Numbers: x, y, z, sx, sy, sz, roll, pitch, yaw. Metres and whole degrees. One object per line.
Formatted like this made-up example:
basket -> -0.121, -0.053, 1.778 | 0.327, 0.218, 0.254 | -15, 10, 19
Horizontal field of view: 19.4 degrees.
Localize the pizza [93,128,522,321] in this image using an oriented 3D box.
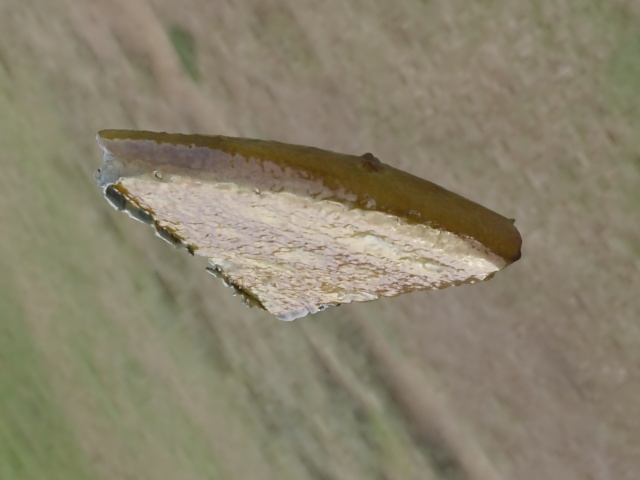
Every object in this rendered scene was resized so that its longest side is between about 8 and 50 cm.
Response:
pizza -> 0.000, 0.000, 0.843 | 0.184, 0.036, 0.176 | 9, 160, 10
